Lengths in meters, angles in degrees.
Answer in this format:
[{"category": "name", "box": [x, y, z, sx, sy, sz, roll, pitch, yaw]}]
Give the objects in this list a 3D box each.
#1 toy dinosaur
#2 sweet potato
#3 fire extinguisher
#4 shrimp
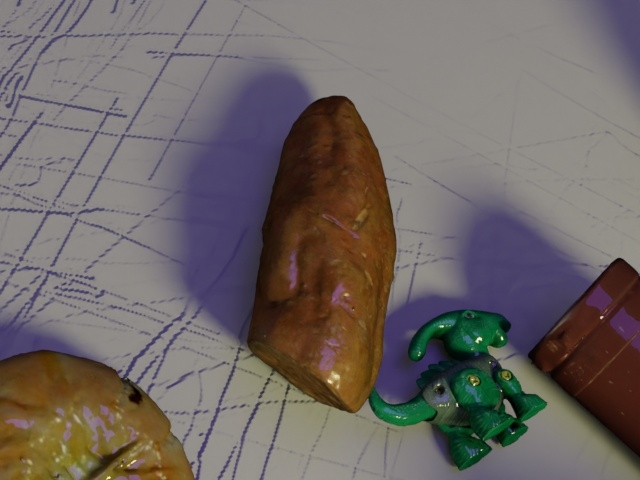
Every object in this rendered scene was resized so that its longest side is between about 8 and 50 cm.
[{"category": "toy dinosaur", "box": [0.088, 0.093, 0.828, 0.132, 0.059, 0.096, -17, 58, -33]}, {"category": "sweet potato", "box": [0.000, 0.000, 0.833, 0.097, 0.097, 0.252, 9, 55, -11]}, {"category": "fire extinguisher", "box": [0.264, 0.134, 0.823, 0.269, 0.105, 0.105, 43, 59, 10]}, {"category": "shrimp", "box": [-0.127, 0.184, 0.708, 0.145, 0.061, 0.267, -6, 60, -30]}]
